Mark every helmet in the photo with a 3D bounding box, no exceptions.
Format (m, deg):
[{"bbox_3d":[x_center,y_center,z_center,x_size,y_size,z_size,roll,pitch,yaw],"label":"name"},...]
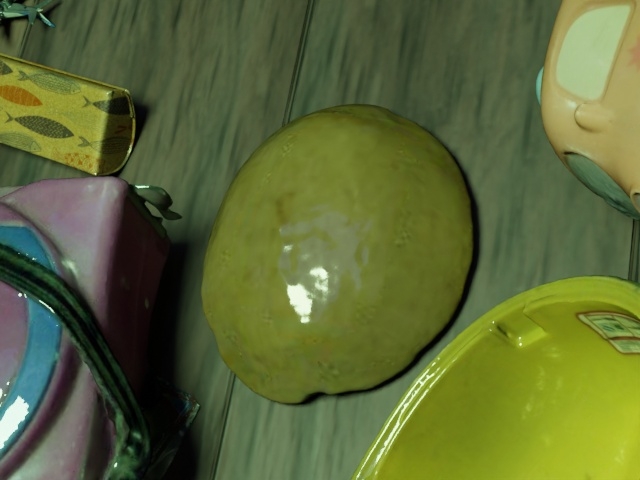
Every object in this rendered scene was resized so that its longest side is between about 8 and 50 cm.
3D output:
[{"bbox_3d":[0.122,0.154,0.583,0.257,0.140,0.205,-54,27,3],"label":"helmet"}]

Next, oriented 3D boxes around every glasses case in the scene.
[{"bbox_3d":[-0.218,-0.102,0.879,0.170,0.041,0.064,18,105,27],"label":"glasses case"}]

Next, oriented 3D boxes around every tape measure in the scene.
[{"bbox_3d":[-0.212,0.082,0.730,0.245,0.149,0.231,1,68,12],"label":"tape measure"}]

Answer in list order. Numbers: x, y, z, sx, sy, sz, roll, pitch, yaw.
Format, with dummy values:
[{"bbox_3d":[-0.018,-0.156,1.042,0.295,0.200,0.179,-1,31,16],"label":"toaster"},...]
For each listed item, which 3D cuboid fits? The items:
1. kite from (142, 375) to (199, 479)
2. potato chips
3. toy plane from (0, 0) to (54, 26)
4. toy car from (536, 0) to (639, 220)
[{"bbox_3d":[-0.221,0.103,0.807,0.285,0.015,0.152,33,82,29],"label":"kite"},{"bbox_3d":[0.001,-0.001,0.745,0.195,0.062,0.208,33,80,27],"label":"potato chips"},{"bbox_3d":[-0.257,-0.188,0.946,0.084,0.024,0.078,10,53,25],"label":"toy plane"},{"bbox_3d":[0.229,-0.112,0.635,0.212,0.180,0.270,15,82,49],"label":"toy car"}]
